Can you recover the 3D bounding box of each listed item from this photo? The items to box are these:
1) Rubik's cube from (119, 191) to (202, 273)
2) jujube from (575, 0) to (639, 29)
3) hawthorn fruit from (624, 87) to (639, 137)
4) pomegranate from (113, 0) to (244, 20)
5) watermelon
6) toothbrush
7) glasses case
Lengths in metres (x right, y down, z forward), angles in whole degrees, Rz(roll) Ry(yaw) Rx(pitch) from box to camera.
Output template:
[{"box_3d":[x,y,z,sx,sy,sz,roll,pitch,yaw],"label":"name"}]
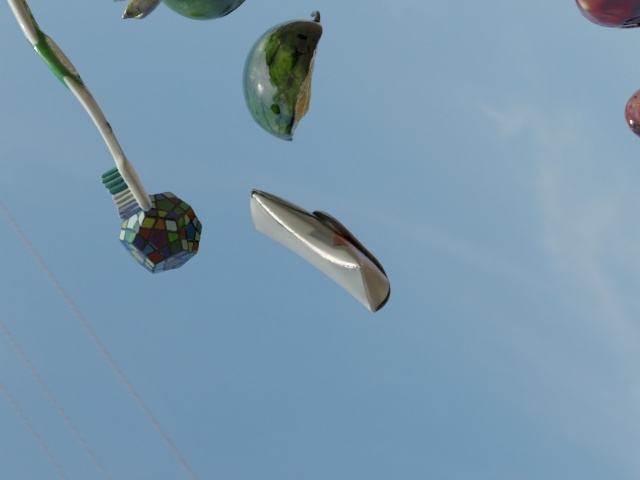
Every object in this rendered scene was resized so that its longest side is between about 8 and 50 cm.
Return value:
[{"box_3d":[-0.255,-0.012,1.531,0.133,0.112,0.133,-3,-90,-69],"label":"Rubik's cube"},{"box_3d":[0.312,-0.306,0.876,0.155,0.230,0.155,31,-147,-23],"label":"jujube"},{"box_3d":[0.368,-0.140,1.026,0.077,0.077,0.077,22,-135,-24],"label":"hawthorn fruit"},{"box_3d":[-0.190,-0.379,1.301,0.187,0.225,0.187,41,-147,-35],"label":"pomegranate"},{"box_3d":[-0.070,-0.293,1.660,0.127,0.232,0.204,13,-166,-4],"label":"watermelon"},{"box_3d":[-0.220,-0.155,0.783,0.030,0.030,0.304,-29,-88,-49],"label":"toothbrush"},{"box_3d":[-0.001,-0.001,1.658,0.308,0.128,0.083,35,-108,31],"label":"glasses case"}]
